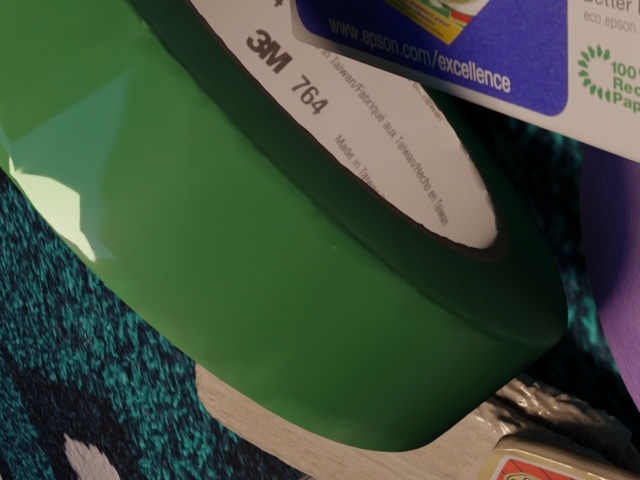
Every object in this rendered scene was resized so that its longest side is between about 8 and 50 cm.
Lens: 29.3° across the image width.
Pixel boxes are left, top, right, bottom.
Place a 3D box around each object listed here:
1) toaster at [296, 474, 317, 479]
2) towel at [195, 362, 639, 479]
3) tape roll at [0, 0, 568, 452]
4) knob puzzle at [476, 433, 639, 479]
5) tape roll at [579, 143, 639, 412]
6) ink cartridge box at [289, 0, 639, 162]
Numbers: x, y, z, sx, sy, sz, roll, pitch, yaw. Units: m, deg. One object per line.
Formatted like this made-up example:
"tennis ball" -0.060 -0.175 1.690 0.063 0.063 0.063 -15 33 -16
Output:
"toaster" 0.030 0.250 0.872 0.146 0.129 0.227 53 163 27
"towel" 0.043 0.105 0.721 0.282 0.049 0.187 27 146 17
"tape roll" -0.024 -0.061 0.539 0.077 0.321 0.321 -42 72 20
"knob puzzle" 0.151 0.174 0.627 0.213 0.030 0.213 27 147 19
"tape roll" 0.219 0.016 0.409 0.275 0.090 0.274 40 145 37
"ink cartridge box" 0.086 -0.170 0.322 0.304 0.072 0.307 30 134 46
